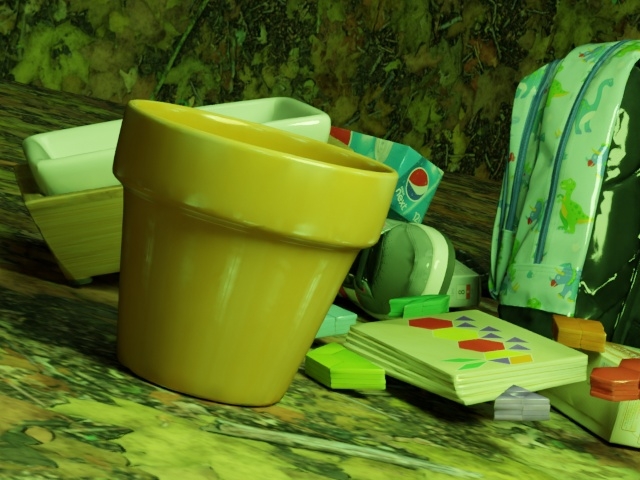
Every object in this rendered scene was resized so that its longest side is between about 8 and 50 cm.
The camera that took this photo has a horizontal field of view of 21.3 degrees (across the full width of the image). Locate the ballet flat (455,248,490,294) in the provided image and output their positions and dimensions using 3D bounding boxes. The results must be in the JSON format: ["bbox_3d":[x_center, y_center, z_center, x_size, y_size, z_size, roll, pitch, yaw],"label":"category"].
[{"bbox_3d":[0.236,0.049,2.164,0.173,0.049,0.057,11,9,-33],"label":"ballet flat"}]

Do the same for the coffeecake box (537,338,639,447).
[{"bbox_3d":[0.312,0.145,1.518,0.185,0.068,0.142,13,7,-21],"label":"coffeecake box"}]

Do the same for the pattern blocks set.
[{"bbox_3d":[0.123,0.097,1.423,0.285,0.026,0.325,-3,13,-21],"label":"pattern blocks set"}]

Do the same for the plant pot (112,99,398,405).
[{"bbox_3d":[-0.065,0.013,1.248,0.205,0.188,0.205,15,8,-2],"label":"plant pot"}]

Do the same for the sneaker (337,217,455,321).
[{"bbox_3d":[0.000,0.000,1.725,0.178,0.124,0.295,17,-2,-26],"label":"sneaker"}]

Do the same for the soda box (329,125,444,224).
[{"bbox_3d":[0.023,-0.078,1.801,0.210,0.067,0.071,17,-10,42],"label":"soda box"}]

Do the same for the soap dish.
[{"bbox_3d":[-0.130,-0.050,1.565,0.291,0.118,0.229,-9,12,-11],"label":"soap dish"}]

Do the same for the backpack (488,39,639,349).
[{"bbox_3d":[0.320,-0.041,1.824,0.290,0.355,0.273,9,8,-35],"label":"backpack"}]

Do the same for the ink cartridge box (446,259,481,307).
[{"bbox_3d":[0.078,0.048,1.961,0.179,0.045,0.145,-5,13,-14],"label":"ink cartridge box"}]
